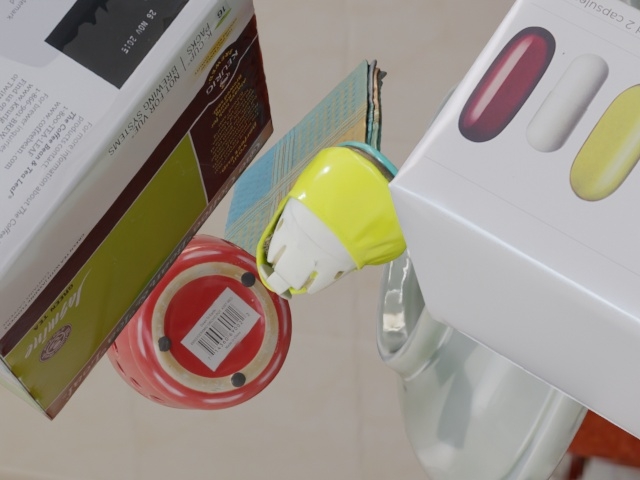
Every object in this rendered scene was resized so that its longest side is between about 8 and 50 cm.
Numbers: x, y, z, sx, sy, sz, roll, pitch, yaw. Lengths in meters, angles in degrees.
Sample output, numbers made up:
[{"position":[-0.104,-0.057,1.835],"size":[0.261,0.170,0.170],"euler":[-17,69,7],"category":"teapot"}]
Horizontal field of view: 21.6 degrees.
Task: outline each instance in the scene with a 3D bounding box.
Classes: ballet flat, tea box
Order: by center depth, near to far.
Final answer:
[{"position":[0.000,0.000,1.025],"size":[0.077,0.077,0.231],"euler":[-44,2,-11],"category":"ballet flat"},{"position":[-0.222,-0.077,1.322],"size":[0.329,0.220,0.323],"euler":[-53,-14,-15],"category":"tea box"}]

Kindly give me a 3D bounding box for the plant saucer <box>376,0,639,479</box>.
[{"position":[0.118,-0.001,1.188],"size":[0.400,0.100,0.400],"euler":[-164,90,-82],"category":"plant saucer"}]

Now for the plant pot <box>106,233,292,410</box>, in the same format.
[{"position":[-0.128,0.085,1.758],"size":[0.174,0.191,0.191],"euler":[170,107,-77],"category":"plant pot"}]

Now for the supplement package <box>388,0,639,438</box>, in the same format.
[{"position":[0.190,0.015,0.861],"size":[0.145,0.262,0.204],"euler":[-56,-19,-12],"category":"supplement package"}]

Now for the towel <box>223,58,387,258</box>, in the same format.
[{"position":[-0.024,-0.049,2.014],"size":[0.040,0.271,0.370],"euler":[40,-155,-20],"category":"towel"}]
